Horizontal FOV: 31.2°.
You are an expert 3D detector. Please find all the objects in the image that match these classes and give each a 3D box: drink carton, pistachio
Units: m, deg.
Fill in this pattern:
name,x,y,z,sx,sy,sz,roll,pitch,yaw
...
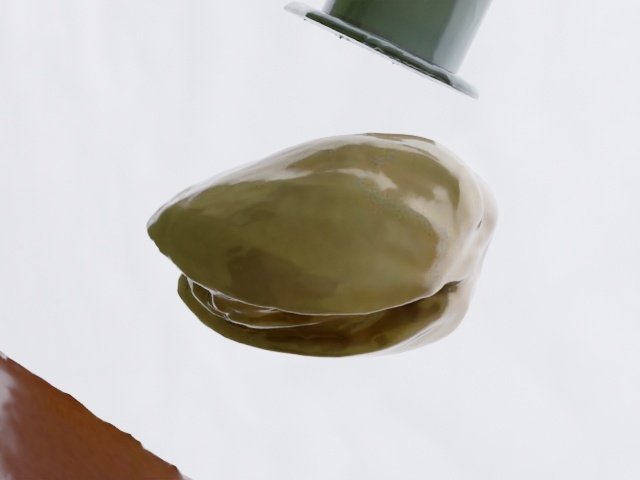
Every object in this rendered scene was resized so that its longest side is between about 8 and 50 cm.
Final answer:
name,x,y,z,sx,sy,sz,roll,pitch,yaw
drink carton,0.100,-0.251,1.074,0.190,0.185,0.191,-60,-164,8
pistachio,0.000,0.000,0.747,0.229,0.157,0.157,-5,-81,17

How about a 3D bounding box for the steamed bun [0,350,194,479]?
name,x,y,z,sx,sy,sz,roll,pitch,yaw
steamed bun,-0.202,0.212,0.557,0.248,0.379,0.235,-38,-148,16
